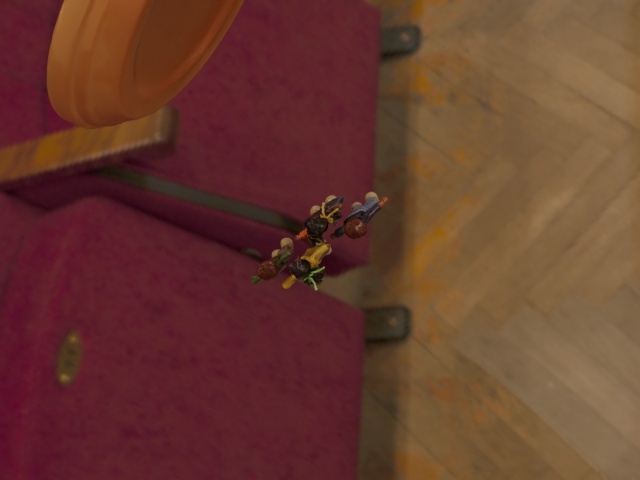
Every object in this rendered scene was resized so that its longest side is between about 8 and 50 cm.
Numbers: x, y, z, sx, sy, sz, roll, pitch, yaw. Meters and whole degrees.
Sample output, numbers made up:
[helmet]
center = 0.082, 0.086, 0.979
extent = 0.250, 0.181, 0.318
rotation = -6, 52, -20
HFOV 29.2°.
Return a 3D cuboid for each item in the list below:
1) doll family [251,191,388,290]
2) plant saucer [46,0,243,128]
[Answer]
[doll family]
center = 0.000, 0.000, 1.481
extent = 0.076, 0.111, 0.193
rotation = 41, 108, 1
[plant saucer]
center = -0.087, -0.149, 0.735
extent = 0.037, 0.200, 0.200
rotation = 33, 83, 8
